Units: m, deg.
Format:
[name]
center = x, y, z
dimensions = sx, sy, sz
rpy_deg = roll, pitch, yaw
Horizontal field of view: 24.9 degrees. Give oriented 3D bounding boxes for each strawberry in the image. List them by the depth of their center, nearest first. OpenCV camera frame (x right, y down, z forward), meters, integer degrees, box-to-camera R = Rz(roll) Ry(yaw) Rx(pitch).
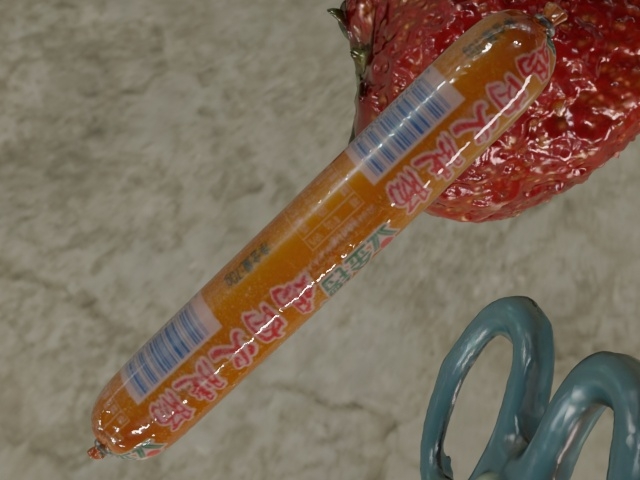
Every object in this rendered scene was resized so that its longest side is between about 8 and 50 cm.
[strawberry]
center = 0.161, -0.145, 1.153
dimensions = 0.276, 0.257, 0.257
rpy_deg = -9, 101, 36

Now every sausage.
[sausage]
center = 0.000, 0.000, 0.766
dimensions = 0.348, 0.053, 0.053
rpy_deg = -44, 92, 8

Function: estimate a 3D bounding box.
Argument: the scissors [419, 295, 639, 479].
[scissors]
center = 0.047, 0.166, 0.533
dimensions = 0.041, 0.138, 0.289
rpy_deg = 14, 98, -28
